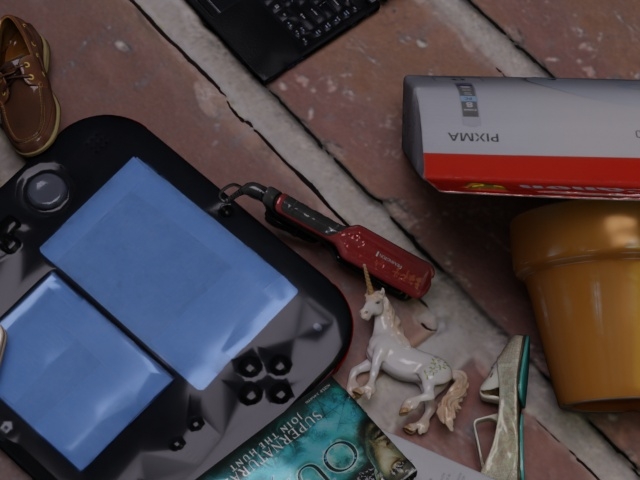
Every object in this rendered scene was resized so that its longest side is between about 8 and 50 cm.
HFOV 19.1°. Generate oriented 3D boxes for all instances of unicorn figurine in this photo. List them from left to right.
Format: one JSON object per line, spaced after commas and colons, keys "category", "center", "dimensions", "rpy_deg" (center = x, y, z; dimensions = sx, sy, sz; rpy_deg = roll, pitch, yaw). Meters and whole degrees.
{"category": "unicorn figurine", "center": [0.075, 0.119, 1.886], "dimensions": [0.162, 0.060, 0.111], "rpy_deg": [34, 64, -4]}

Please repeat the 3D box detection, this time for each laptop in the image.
{"category": "laptop", "center": [-0.030, -0.348, 2.073], "dimensions": [0.264, 0.136, 0.234], "rpy_deg": [-35, 69, -19]}

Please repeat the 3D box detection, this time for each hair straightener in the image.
{"category": "hair straightener", "center": [0.000, 0.000, 1.924], "dimensions": [0.230, 0.089, 0.047], "rpy_deg": [24, 78, -9]}

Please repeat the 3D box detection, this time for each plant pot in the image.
{"category": "plant pot", "center": [0.291, 0.068, 1.853], "dimensions": [0.205, 0.205, 0.188], "rpy_deg": [-1, 78, -4]}

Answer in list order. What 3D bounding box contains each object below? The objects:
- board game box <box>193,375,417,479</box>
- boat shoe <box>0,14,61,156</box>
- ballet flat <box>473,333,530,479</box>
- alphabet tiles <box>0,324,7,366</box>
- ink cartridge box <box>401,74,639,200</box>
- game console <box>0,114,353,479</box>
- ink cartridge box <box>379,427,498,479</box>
{"category": "board game box", "center": [-0.020, 0.227, 1.765], "dimensions": [0.186, 0.026, 0.126], "rpy_deg": [-37, 70, -20]}
{"category": "boat shoe", "center": [-0.314, -0.163, 1.984], "dimensions": [0.064, 0.060, 0.178], "rpy_deg": [-22, 50, 11]}
{"category": "ballet flat", "center": [0.177, 0.165, 1.864], "dimensions": [0.052, 0.057, 0.168], "rpy_deg": [1, 62, 9]}
{"category": "alphabet tiles", "center": [-0.452, 0.125, 1.843], "dimensions": [0.284, 0.021, 0.278], "rpy_deg": [8, 69, 10]}
{"category": "ink cartridge box", "center": [0.245, -0.103, 1.840], "dimensions": [0.308, 0.385, 0.091], "rpy_deg": [2, 98, -2]}
{"category": "game console", "center": [-0.198, 0.082, 1.886], "dimensions": [0.386, 0.060, 0.342], "rpy_deg": [39, 67, 17]}
{"category": "ink cartridge box", "center": [0.122, 0.298, 1.786], "dimensions": [0.332, 0.065, 0.165], "rpy_deg": [25, 64, 8]}
